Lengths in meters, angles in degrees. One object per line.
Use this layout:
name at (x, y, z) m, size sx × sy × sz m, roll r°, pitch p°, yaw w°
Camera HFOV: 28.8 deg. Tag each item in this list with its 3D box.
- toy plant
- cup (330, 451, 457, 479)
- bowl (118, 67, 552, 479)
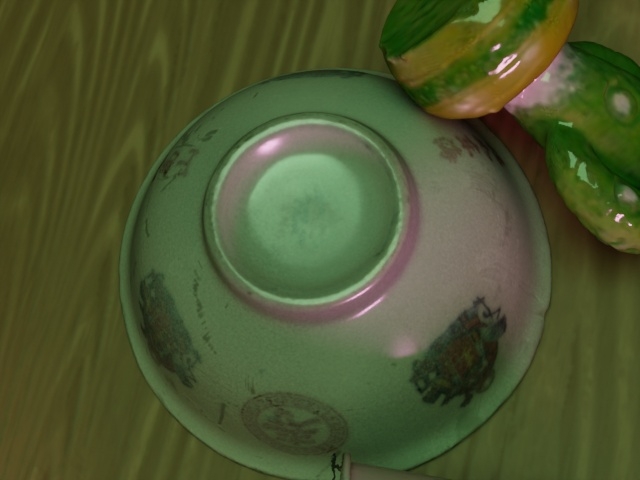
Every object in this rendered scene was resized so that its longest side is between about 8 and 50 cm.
toy plant at (0.219, -0.137, 1.153) m, size 0.316 × 0.184 × 0.224 m, roll 40°, pitch 43°, yaw -21°
cup at (0.134, 0.311, 1.030) m, size 0.274 × 0.253 × 0.253 m, roll 5°, pitch 74°, yaw 2°
bowl at (0.000, 0.000, 1.154) m, size 0.435 × 0.196 × 0.434 m, roll -2°, pitch 74°, yaw 6°
